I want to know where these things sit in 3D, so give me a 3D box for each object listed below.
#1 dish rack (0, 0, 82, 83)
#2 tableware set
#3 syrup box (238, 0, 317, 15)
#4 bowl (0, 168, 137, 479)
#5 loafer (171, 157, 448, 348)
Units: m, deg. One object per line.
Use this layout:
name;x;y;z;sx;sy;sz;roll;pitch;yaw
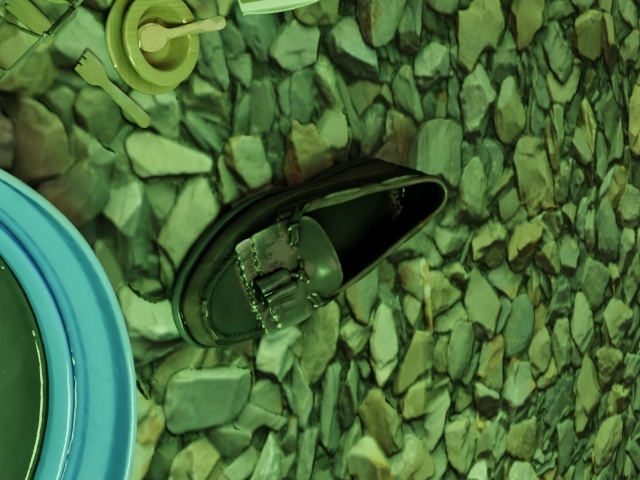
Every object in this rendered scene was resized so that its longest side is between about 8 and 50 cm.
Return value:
dish rack;-0.267;-0.156;0.634;0.271;0.074;0.208;-49;126;-13
tableware set;-0.154;-0.188;0.797;0.194;0.039;0.128;43;61;-40
syrup box;-0.040;-0.317;0.879;0.093;0.096;0.237;-36;116;-42
bowl;-0.285;0.127;0.596;0.391;0.077;0.391;-14;111;-42
loafer;0.000;0.000;0.935;0.302;0.095;0.109;-34;116;-42
